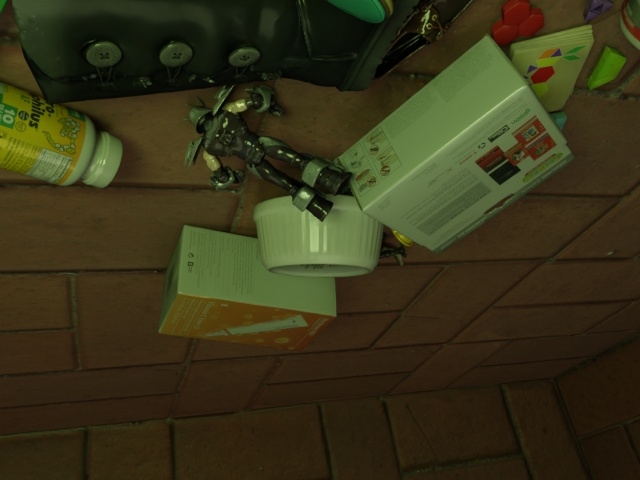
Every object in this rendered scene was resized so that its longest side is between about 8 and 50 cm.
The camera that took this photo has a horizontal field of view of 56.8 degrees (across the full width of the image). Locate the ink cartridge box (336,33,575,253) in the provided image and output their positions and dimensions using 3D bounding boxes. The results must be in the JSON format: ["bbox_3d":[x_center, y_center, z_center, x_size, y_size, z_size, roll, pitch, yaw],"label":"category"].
[{"bbox_3d":[0.236,-0.139,1.011,0.309,0.130,0.272,-37,144,21],"label":"ink cartridge box"}]

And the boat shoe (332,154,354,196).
[{"bbox_3d":[0.110,-0.142,1.111,0.183,0.083,0.065,-25,149,23],"label":"boat shoe"}]

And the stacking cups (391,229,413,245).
[{"bbox_3d":[0.290,-0.107,1.254,0.316,0.096,0.096,-35,144,27],"label":"stacking cups"}]

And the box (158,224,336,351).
[{"bbox_3d":[-0.165,0.117,1.332,0.345,0.168,0.215,11,145,-20],"label":"box"}]

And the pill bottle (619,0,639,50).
[{"bbox_3d":[0.523,-0.383,0.760,0.161,0.161,0.283,-9,150,-6],"label":"pill bottle"}]

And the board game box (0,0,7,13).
[{"bbox_3d":[-0.486,-0.329,0.603,0.317,0.046,0.213,18,140,-42],"label":"board game box"}]

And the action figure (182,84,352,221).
[{"bbox_3d":[-0.096,-0.138,0.949,0.285,0.099,0.185,32,119,-2],"label":"action figure"}]

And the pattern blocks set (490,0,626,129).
[{"bbox_3d":[0.378,-0.284,1.018,0.285,0.026,0.325,-6,150,-10],"label":"pattern blocks set"}]

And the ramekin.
[{"bbox_3d":[0.000,0.000,1.189,0.273,0.127,0.273,0,170,0],"label":"ramekin"}]

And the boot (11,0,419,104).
[{"bbox_3d":[-0.119,-0.304,0.676,0.445,0.146,0.367,-3,150,-16],"label":"boot"}]

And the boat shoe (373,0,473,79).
[{"bbox_3d":[0.146,-0.307,0.848,0.207,0.073,0.073,-33,144,31],"label":"boat shoe"}]

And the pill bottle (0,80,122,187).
[{"bbox_3d":[-0.409,-0.149,0.875,0.208,0.117,0.117,19,138,-42],"label":"pill bottle"}]

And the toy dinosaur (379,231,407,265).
[{"bbox_3d":[0.136,0.018,1.428,0.268,0.064,0.118,12,159,-35],"label":"toy dinosaur"}]

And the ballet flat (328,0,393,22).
[{"bbox_3d":[-0.015,-0.295,0.554,0.232,0.073,0.080,26,174,-23],"label":"ballet flat"}]
